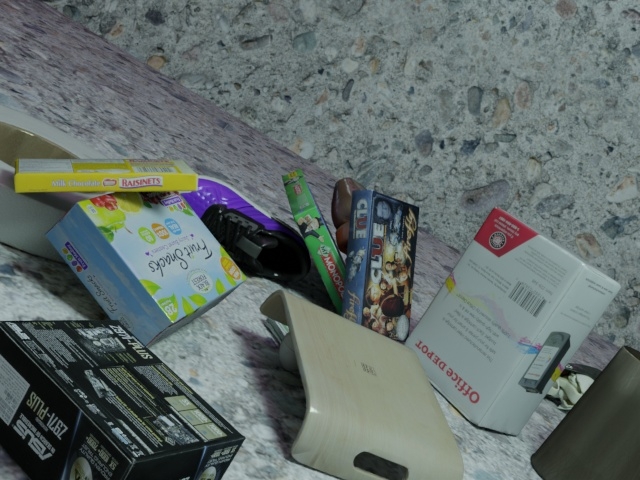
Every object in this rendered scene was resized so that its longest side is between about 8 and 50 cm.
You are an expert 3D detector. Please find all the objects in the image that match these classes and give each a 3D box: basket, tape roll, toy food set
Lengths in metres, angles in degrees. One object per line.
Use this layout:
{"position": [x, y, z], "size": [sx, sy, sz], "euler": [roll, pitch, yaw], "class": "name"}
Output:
{"position": [0.461, 0.290, 1.333], "size": [0.204, 0.226, 0.154], "euler": [17, 17, -46], "class": "basket"}
{"position": [-0.403, -0.090, 1.190], "size": [0.392, 0.072, 0.392], "euler": [29, 11, -6], "class": "tape roll"}
{"position": [0.037, 0.195, 1.078], "size": [0.220, 0.092, 0.306], "euler": [27, 20, -22], "class": "toy food set"}

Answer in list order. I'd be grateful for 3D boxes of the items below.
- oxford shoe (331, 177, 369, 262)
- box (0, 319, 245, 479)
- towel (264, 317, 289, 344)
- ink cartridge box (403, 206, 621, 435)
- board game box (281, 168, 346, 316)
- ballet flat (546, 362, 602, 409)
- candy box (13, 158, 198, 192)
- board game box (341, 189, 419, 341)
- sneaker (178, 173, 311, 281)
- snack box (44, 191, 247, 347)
{"position": [0.092, -0.032, 1.691], "size": [0.363, 0.130, 0.132], "euler": [59, 15, -76], "class": "oxford shoe"}
{"position": [-0.180, 0.147, 0.716], "size": [0.180, 0.077, 0.147], "euler": [36, 13, 25], "class": "box"}
{"position": [-0.004, 0.159, 1.262], "size": [0.152, 0.023, 0.113], "euler": [25, 15, -35], "class": "towel"}
{"position": [0.309, 0.132, 1.431], "size": [0.131, 0.306, 0.226], "euler": [22, 14, -39], "class": "ink cartridge box"}
{"position": [0.000, 0.000, 1.593], "size": [0.317, 0.046, 0.213], "euler": [-110, 176, -72], "class": "board game box"}
{"position": [0.476, 0.292, 1.738], "size": [0.281, 0.095, 0.096], "euler": [16, 25, -15], "class": "ballet flat"}
{"position": [-0.257, -0.078, 1.029], "size": [0.206, 0.027, 0.105], "euler": [-1, 13, -18], "class": "candy box"}
{"position": [0.104, 0.048, 1.471], "size": [0.042, 0.243, 0.165], "euler": [1, -7, 36], "class": "board game box"}
{"position": [-0.135, -0.014, 1.455], "size": [0.293, 0.102, 0.146], "euler": [26, 13, -20], "class": "sneaker"}
{"position": [-0.201, 0.022, 1.037], "size": [0.174, 0.070, 0.207], "euler": [52, 23, 4], "class": "snack box"}
